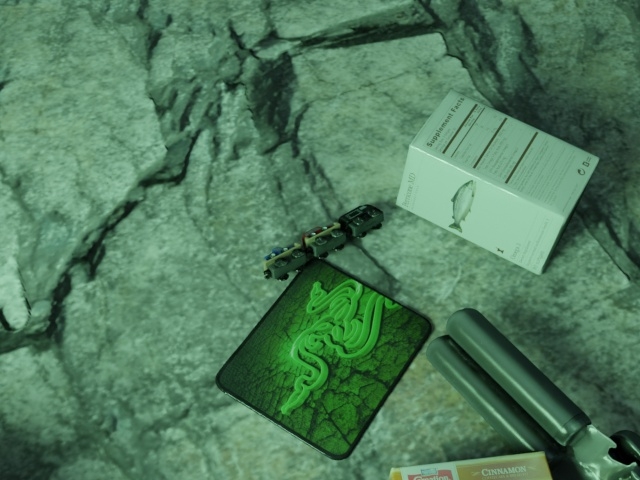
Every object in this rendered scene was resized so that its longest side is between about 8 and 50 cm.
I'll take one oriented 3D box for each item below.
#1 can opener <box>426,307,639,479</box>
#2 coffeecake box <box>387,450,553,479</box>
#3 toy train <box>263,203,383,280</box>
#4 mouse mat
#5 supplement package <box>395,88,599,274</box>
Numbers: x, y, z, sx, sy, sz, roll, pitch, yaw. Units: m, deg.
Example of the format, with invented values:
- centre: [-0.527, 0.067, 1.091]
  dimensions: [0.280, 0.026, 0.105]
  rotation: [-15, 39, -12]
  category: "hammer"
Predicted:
- centre: [0.227, 0.176, 0.961]
  dimensions: [0.283, 0.076, 0.095]
  rotation: [46, 29, 25]
  category: "can opener"
- centre: [0.141, 0.283, 0.858]
  dimensions: [0.142, 0.068, 0.185]
  rotation: [-4, 54, -9]
  category: "coffeecake box"
- centre: [0.000, 0.000, 1.075]
  dimensions: [0.158, 0.027, 0.036]
  rotation: [-28, 43, -28]
  category: "toy train"
- centre: [0.006, 0.112, 1.010]
  dimensions: [0.152, 0.007, 0.189]
  rotation: [29, 55, 15]
  category: "mouse mat"
- centre: [0.189, -0.064, 1.097]
  dimensions: [0.179, 0.105, 0.105]
  rotation: [27, 56, 14]
  category: "supplement package"
